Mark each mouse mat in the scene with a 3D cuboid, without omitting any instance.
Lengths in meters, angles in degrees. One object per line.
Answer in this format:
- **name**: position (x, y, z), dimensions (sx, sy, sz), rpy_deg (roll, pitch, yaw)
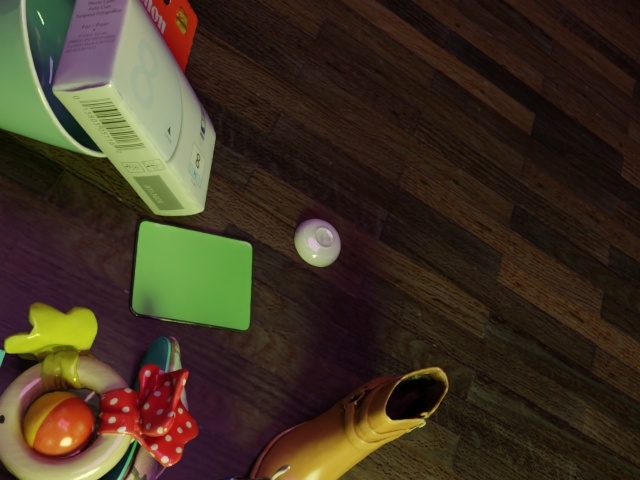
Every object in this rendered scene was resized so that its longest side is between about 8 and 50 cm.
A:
- **mouse mat**: position (-0.187, 0.053, 1.226), dimensions (0.189, 0.007, 0.153), rpy_deg (12, 63, -25)

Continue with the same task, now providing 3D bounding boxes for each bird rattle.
- **bird rattle**: position (-0.285, 0.207, 0.993), dimensions (0.253, 0.143, 0.207), rpy_deg (37, 62, 8)

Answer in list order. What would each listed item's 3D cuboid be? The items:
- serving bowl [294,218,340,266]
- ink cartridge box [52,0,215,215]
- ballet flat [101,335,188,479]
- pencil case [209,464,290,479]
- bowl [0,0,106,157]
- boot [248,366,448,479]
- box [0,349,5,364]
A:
- **serving bowl**: position (0.000, 0.000, 1.347), dimensions (0.083, 0.027, 0.083), rpy_deg (13, 63, -27)
- **ink cartridge box**: position (-0.229, -0.275, 1.180), dimensions (0.091, 0.308, 0.385), rpy_deg (-1, 62, 16)
- **ballet flat**: position (-0.219, 0.240, 1.090), dimensions (0.079, 0.076, 0.222), rpy_deg (35, 58, -35)
- **pencil case**: position (-0.072, 0.489, 0.988), dimensions (0.160, 0.183, 0.411), rpy_deg (27, 42, -71)
- **bowl**: position (-0.377, -0.262, 1.110), dimensions (0.163, 0.311, 0.312), rpy_deg (-3, 63, 14)
- **boot**: position (0.040, 0.277, 1.125), dimensions (0.283, 0.220, 0.109), rpy_deg (-28, 85, -36)
- **box**: position (-0.461, 0.229, 0.950), dimensions (0.100, 0.060, 0.244), rpy_deg (24, 58, -20)
